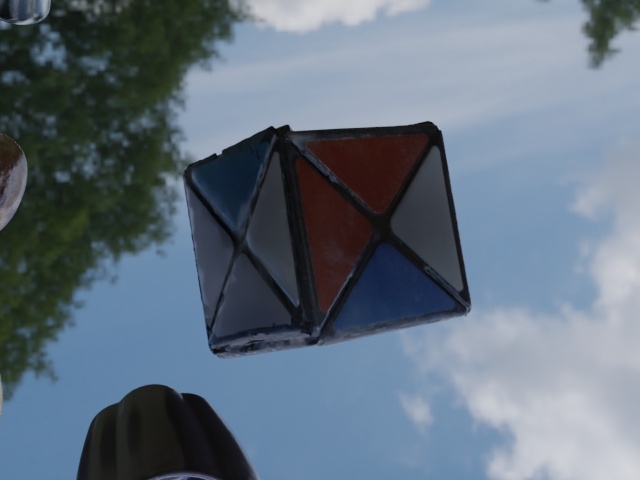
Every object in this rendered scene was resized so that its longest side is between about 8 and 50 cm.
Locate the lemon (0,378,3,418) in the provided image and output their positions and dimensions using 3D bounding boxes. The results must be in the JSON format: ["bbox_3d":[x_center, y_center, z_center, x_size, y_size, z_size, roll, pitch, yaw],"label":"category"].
[{"bbox_3d":[-0.609,0.271,2.103,0.240,0.219,0.240,5,168,1],"label":"lemon"}]

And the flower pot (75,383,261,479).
[{"bbox_3d":[-0.206,0.326,1.772,0.265,0.265,0.243,-8,-148,-14],"label":"flower pot"}]

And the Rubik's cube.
[{"bbox_3d":[0.000,0.000,2.035,0.305,0.307,0.310,-8,175,-33],"label":"Rubik's cube"}]

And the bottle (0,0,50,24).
[{"bbox_3d":[-0.360,-0.396,1.701,0.096,0.254,0.079,1,-154,-14],"label":"bottle"}]

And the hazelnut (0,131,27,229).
[{"bbox_3d":[-0.542,-0.087,2.065,0.176,0.214,0.214,42,-140,15],"label":"hazelnut"}]
